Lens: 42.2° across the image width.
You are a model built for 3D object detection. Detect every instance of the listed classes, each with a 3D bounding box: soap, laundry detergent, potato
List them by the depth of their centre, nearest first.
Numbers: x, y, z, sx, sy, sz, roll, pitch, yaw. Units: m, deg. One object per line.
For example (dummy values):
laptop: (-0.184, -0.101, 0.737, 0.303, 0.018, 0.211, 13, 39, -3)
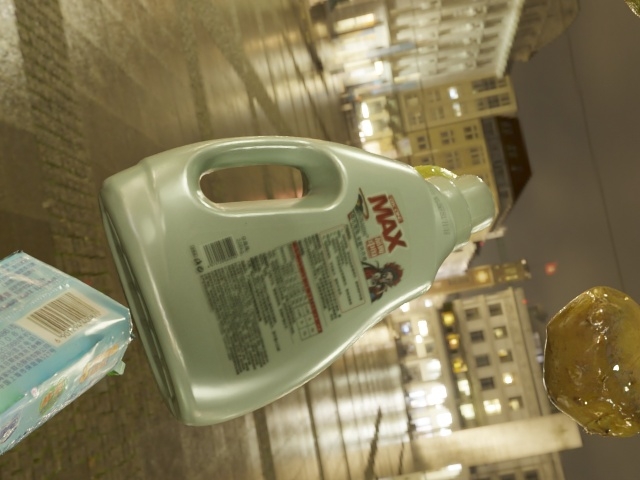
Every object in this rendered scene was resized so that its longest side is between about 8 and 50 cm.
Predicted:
soap: (-0.301, 0.104, 0.782, 0.077, 0.156, 0.293, -65, 169, 26)
laundry detergent: (0.000, 0.000, 0.851, 0.124, 0.397, 0.264, -11, -81, 67)
potato: (0.314, 0.136, 0.927, 0.137, 0.137, 0.176, -81, 156, -78)

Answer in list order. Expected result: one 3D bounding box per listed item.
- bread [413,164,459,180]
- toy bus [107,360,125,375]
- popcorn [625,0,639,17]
bread: (0.147, -0.036, 1.197, 0.129, 0.111, 0.114, -58, 171, -31)
toy bus: (-0.400, 0.222, 1.536, 0.083, 0.037, 0.031, 56, 37, -51)
popcorn: (0.347, -0.223, 0.542, 0.235, 0.241, 0.250, 64, -19, 3)
